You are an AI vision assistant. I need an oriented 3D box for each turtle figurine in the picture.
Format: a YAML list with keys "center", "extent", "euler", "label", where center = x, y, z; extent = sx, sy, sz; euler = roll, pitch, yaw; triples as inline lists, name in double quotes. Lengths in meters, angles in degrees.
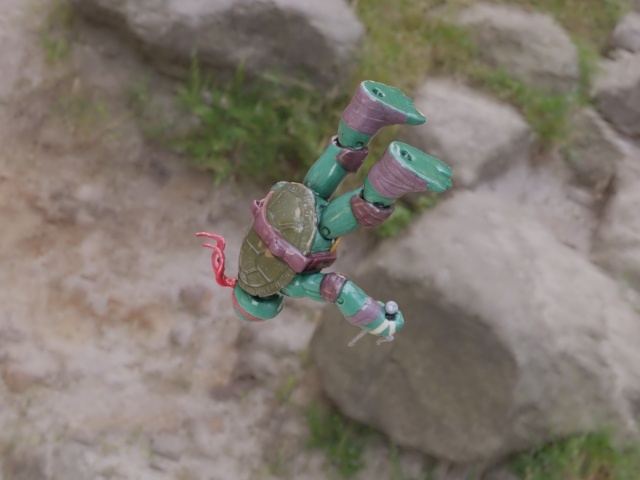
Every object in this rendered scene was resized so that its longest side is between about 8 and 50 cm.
- center: [0.000, 0.000, 1.156]
  extent: [0.118, 0.234, 0.175]
  euler: [1, 46, -46]
  label: "turtle figurine"
